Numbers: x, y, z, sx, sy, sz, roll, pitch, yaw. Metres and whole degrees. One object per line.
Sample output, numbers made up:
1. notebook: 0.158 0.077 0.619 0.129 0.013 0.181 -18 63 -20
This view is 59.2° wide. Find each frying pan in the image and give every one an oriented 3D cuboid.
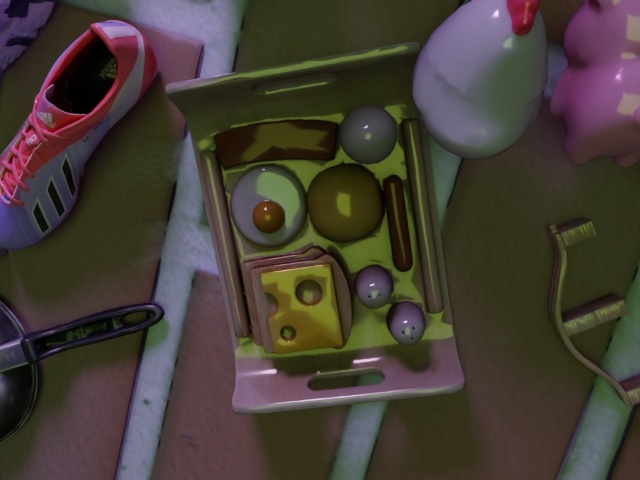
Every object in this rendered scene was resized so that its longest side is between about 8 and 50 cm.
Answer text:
1. frying pan: -0.329 0.143 0.579 0.327 0.053 0.197 7 101 6

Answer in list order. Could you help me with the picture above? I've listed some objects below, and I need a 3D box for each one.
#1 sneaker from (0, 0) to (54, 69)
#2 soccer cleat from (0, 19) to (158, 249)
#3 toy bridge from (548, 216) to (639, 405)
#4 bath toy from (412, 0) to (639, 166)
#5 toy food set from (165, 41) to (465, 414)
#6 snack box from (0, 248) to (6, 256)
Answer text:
1. sneaker: -0.311 -0.252 0.482 0.153 0.094 0.235 45 100 -3
2. soccer cleat: -0.239 -0.090 0.503 0.083 0.095 0.248 41 100 -3
3. toy bridge: 0.251 0.070 0.527 0.063 0.026 0.188 -25 97 10
4. bath toy: 0.244 -0.134 0.416 0.349 0.129 0.151 0 58 -8
5. toy food set: 0.000 0.000 0.501 0.220 0.092 0.305 -8 99 6
6. snack box: -0.381 -0.042 0.552 0.100 0.037 0.141 -9 100 7
